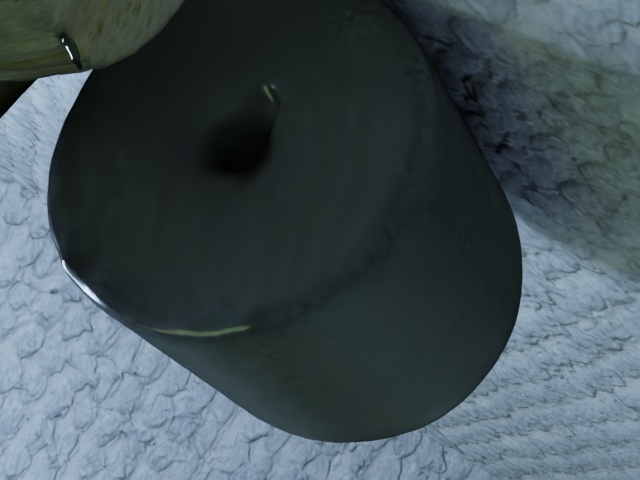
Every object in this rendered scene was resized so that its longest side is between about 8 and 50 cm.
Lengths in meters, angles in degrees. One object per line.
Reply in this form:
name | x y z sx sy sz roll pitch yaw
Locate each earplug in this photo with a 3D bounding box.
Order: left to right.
earplug | 0.000 0.000 1.386 0.313 0.312 0.394 24 168 30

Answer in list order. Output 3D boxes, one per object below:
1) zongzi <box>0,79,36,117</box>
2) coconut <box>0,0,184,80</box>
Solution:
zongzi | -0.357 -0.177 1.121 0.432 0.207 0.403 -4 157 -42
coconut | -0.168 -0.268 0.579 0.405 0.404 0.404 30 168 7
